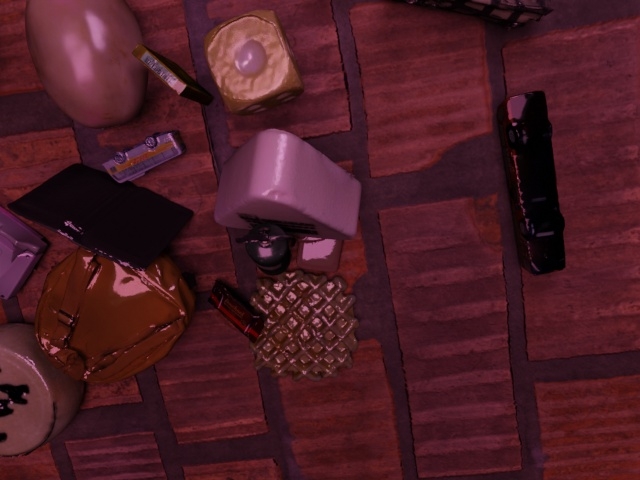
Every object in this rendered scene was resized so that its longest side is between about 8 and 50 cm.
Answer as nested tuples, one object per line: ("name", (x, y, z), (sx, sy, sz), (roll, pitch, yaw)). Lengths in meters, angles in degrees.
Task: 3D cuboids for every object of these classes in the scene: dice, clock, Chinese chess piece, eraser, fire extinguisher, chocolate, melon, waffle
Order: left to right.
("clock", (-0.848, 0.015, 1.121), (0.253, 0.083, 0.186), (37, 103, -5))
("Chinese chess piece", (-0.823, 0.396, 1.173), (0.350, 0.146, 0.348), (1, 102, 3))
("melon", (-0.488, -0.400, 0.935), (0.223, 0.223, 0.316), (-11, 102, 6))
("chocolate", (-0.214, 0.178, 1.114), (0.183, 0.028, 0.086), (34, 118, 17))
("dice", (-0.139, -0.374, 0.944), (0.166, 0.169, 0.169), (-19, 100, 7))
("fire extinguisher", (-0.112, 0.015, 0.964), (0.118, 0.294, 0.093), (-7, 79, -4))
("eraser", (-0.102, -0.101, 0.967), (0.332, 0.331, 0.149), (9, 81, 2))
("waffle", (-0.046, 0.226, 1.130), (0.292, 0.056, 0.308), (3, 101, 4))

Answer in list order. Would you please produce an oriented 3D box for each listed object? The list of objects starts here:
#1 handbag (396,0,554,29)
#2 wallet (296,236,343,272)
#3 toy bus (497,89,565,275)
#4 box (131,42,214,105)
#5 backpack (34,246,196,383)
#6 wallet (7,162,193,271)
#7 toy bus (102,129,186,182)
("handbag", (0.326, -0.612, 0.857), (0.328, 0.162, 0.324), (8, 107, -14))
("wallet", (0.000, 0.000, 1.087), (0.118, 0.038, 0.152), (8, 104, 0))
("toy bus", (0.480, -0.125, 0.999), (0.093, 0.092, 0.408), (-12, 101, 4))
("box", (-0.310, -0.351, 0.948), (0.121, 0.193, 0.030), (42, 99, -5))
("backpack", (-0.504, 0.160, 1.071), (0.378, 0.201, 0.353), (-39, 99, 8))
("wallet", (-0.490, -0.065, 1.007), (0.323, 0.247, 0.041), (22, 128, -1))
("toy bus", (-0.421, -0.204, 1.058), (0.191, 0.064, 0.075), (-25, 112, 9))
